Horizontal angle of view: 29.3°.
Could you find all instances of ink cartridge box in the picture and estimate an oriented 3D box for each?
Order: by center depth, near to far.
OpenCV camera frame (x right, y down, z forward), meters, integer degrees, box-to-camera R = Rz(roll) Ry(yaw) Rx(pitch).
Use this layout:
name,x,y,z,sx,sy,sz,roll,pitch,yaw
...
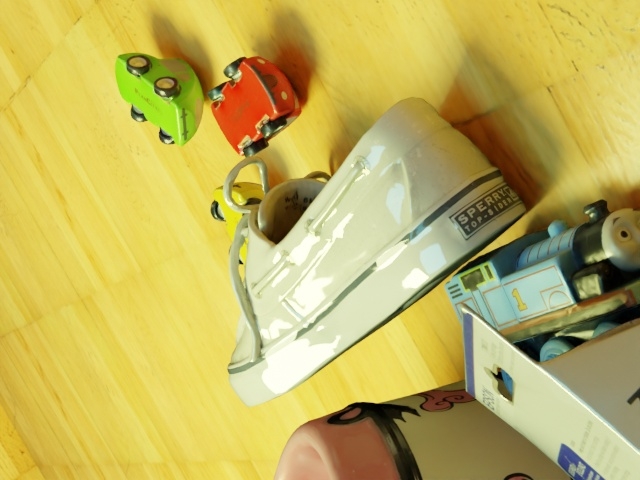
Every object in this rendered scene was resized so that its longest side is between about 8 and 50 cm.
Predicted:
name,x,y,z,sx,sy,sz,roll,pitch,yaw
ink cartridge box,0.209,0.141,0.584,0.333,0.065,0.165,41,170,19

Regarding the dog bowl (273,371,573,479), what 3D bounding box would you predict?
name,x,y,z,sx,sy,sz,roll,pitch,yaw
dog bowl,0.057,0.294,0.843,0.408,0.150,0.408,-178,90,-78

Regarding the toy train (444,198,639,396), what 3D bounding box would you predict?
name,x,y,z,sx,sy,sz,roll,pitch,yaw
toy train,0.155,0.039,0.745,0.105,0.080,0.184,64,152,3

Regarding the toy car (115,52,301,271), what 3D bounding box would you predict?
name,x,y,z,sx,sy,sz,roll,pitch,yaw
toy car,-0.091,-0.097,1.026,0.225,0.053,0.239,40,146,31

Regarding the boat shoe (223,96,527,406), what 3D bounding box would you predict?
name,x,y,z,sx,sy,sz,roll,pitch,yaw
boat shoe,-0.006,0.003,0.903,0.156,0.136,0.367,55,149,6
